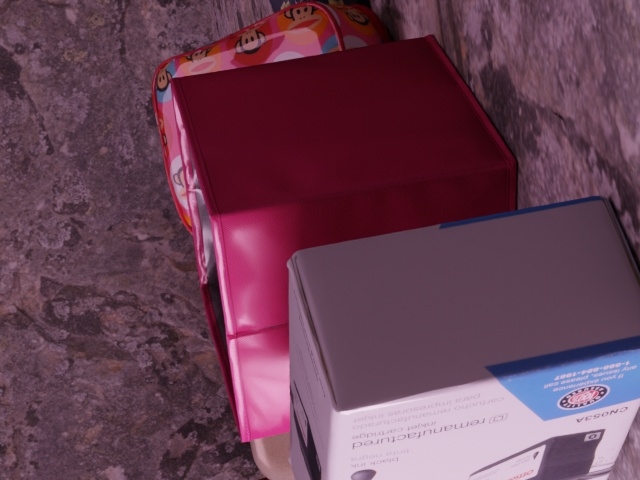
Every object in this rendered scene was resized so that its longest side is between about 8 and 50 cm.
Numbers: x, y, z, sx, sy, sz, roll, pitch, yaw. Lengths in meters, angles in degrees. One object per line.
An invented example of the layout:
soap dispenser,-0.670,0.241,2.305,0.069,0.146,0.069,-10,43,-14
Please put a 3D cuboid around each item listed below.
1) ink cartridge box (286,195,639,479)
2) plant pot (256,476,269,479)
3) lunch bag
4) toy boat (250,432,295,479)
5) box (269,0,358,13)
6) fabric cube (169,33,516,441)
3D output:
ink cartridge box,0.097,0.122,0.991,0.307,0.223,0.129,91,165,-55
plant pot,-0.048,0.533,2.423,0.267,0.267,0.235,126,126,-79
lunch bag,-0.042,-0.110,1.506,0.120,0.293,0.258,-11,-92,-53
toy boat,-0.005,0.171,1.597,0.151,0.151,0.231,12,-115,-68
box,-0.003,-0.266,1.648,0.233,0.059,0.183,156,93,-80
fabric cube,0.017,-0.008,1.254,0.254,0.258,0.259,-114,16,-54
